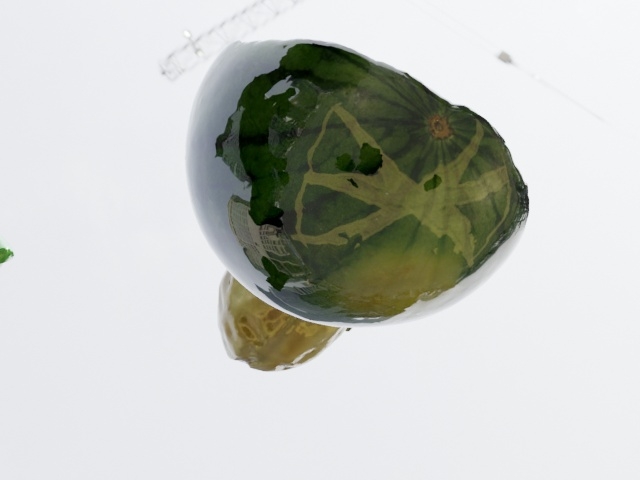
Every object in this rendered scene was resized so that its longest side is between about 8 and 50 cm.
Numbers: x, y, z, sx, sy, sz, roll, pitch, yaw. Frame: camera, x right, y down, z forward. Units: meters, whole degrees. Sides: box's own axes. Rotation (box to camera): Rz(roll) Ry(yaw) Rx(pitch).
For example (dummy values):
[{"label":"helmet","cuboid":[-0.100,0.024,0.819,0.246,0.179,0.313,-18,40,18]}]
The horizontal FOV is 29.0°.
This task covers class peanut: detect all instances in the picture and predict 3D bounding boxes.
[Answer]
[{"label":"peanut","cuboid":[0.015,-0.003,1.051,0.147,0.147,0.305,20,-47,-37]}]

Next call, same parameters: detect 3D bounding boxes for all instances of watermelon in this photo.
[{"label":"watermelon","cuboid":[0.003,-0.018,0.724,0.204,0.232,0.127,42,-114,-27]}]

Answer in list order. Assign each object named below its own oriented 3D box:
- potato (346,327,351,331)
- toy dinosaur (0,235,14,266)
[{"label":"potato","cuboid":[0.000,0.000,1.277,0.081,0.120,0.149,-52,-25,-51]},{"label":"toy dinosaur","cuboid":[-0.318,-0.104,0.653,0.144,0.500,0.375,-18,-46,-38]}]
